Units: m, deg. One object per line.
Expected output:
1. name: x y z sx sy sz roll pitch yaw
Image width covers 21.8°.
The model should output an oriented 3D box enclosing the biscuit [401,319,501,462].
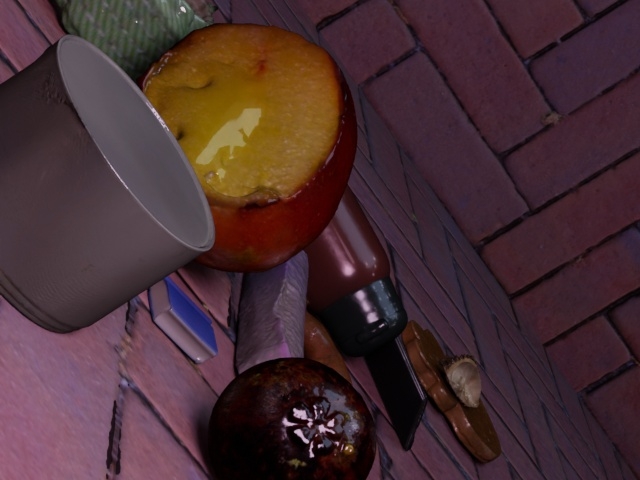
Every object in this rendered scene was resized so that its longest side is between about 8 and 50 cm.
1. biscuit: 0.211 0.249 2.708 0.288 0.044 0.202 48 18 -36

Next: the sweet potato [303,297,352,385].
1. sweet potato: 0.000 0.152 2.089 0.055 0.058 0.202 -6 49 -29

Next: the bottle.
1. bottle: 0.000 0.000 2.271 0.336 0.144 0.144 62 12 8

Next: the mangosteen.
1. mangosteen: -0.034 0.194 1.622 0.172 0.172 0.184 55 -14 -12

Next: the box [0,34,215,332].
1. box: -0.219 -0.049 1.467 0.226 0.149 0.226 54 12 -18

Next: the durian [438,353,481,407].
1. durian: 0.230 0.218 2.648 0.130 0.052 0.066 47 21 -45

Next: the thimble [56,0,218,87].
1. thimble: -0.234 -0.302 2.051 0.219 0.150 0.219 55 12 -17

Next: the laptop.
1. laptop: 0.103 0.189 2.326 0.129 0.016 0.180 105 -31 -47

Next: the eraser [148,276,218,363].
1. eraser: -0.144 0.083 1.732 0.084 0.027 0.063 48 14 -35

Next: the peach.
1. peach: -0.094 -0.105 1.865 0.281 0.281 0.338 57 12 -4

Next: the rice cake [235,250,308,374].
1. rice cake: -0.054 0.085 1.995 0.064 0.070 0.399 58 12 -18
